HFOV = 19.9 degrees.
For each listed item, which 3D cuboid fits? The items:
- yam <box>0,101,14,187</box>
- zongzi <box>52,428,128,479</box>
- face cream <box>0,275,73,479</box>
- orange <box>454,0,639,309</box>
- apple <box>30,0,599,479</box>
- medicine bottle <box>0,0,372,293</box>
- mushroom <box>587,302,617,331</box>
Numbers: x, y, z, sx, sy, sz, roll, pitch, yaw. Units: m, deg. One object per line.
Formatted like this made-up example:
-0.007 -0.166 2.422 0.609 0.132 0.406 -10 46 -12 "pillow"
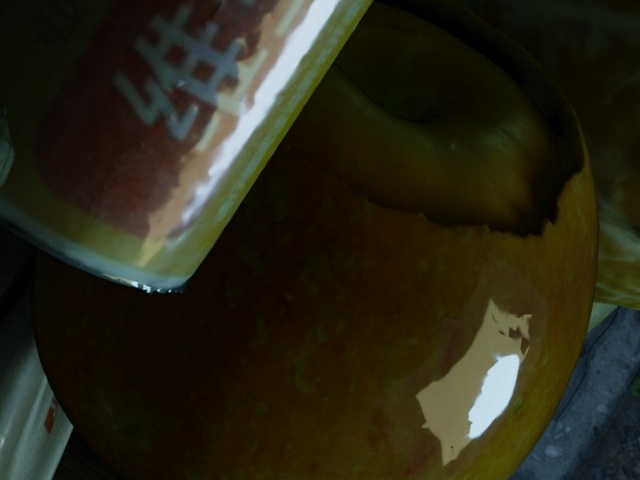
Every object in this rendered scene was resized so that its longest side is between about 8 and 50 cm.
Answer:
-0.130 0.032 0.319 0.179 0.078 0.078 -54 176 0 "yam"
-0.053 0.062 1.048 0.286 0.134 0.288 -55 176 13 "zongzi"
-0.170 0.142 0.776 0.137 0.084 0.341 90 25 -66 "face cream"
0.157 -0.127 0.884 0.249 0.329 0.329 3 134 -33 "orange"
0.000 0.000 0.719 0.237 0.237 0.207 -44 154 -73 "apple"
0.041 -0.181 0.465 0.426 0.108 0.108 -57 176 13 "medicine bottle"
0.134 -0.076 1.393 0.352 0.260 0.352 7 90 -81 "mushroom"
